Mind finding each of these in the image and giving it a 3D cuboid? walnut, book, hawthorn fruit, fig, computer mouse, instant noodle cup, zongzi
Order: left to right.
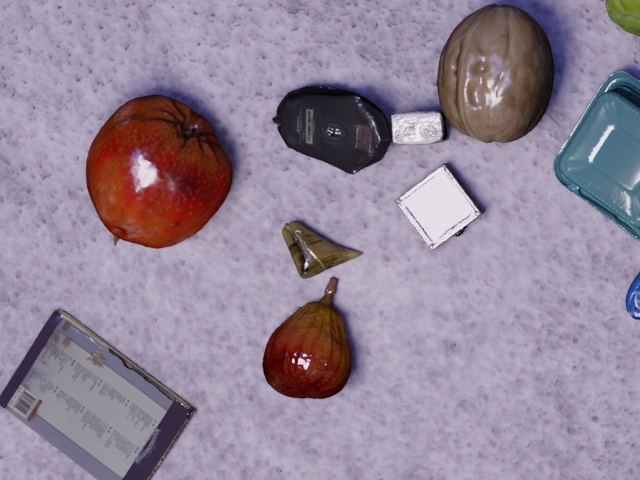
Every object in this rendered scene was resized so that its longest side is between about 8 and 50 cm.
[{"bbox_3d":[-0.295,0.217,1.916,0.231,0.026,0.157,36,104,8],"label":"book"},{"bbox_3d":[-0.210,-0.072,1.806,0.179,0.179,0.200,40,122,6],"label":"hawthorn fruit"},{"bbox_3d":[-0.017,0.123,1.800,0.119,0.119,0.152,3,94,12],"label":"fig"},{"bbox_3d":[0.000,0.000,1.828,0.083,0.040,0.076,-24,83,1],"label":"zongzi"},{"bbox_3d":[0.020,-0.142,1.798,0.172,0.057,0.099,14,114,32],"label":"computer mouse"},{"bbox_3d":[0.206,-0.196,1.716,0.140,0.140,0.162,2,103,12],"label":"walnut"},{"bbox_3d":[0.364,-0.094,1.696,0.179,0.070,0.157,39,110,22],"label":"instant noodle cup"}]

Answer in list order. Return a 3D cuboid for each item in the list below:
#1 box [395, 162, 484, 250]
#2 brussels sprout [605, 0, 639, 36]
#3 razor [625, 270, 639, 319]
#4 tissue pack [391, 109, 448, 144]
[{"bbox_3d":[0.147,-0.040,1.791,0.079,0.035,0.083,-38,86,12],"label":"box"},{"bbox_3d":[0.418,-0.303,1.619,0.223,0.223,0.161,-6,98,13],"label":"brussels sprout"},{"bbox_3d":[0.445,-0.052,1.719,0.093,0.056,0.324,28,103,25],"label":"razor"},{"bbox_3d":[0.122,-0.136,1.764,0.062,0.083,0.042,-1,94,12],"label":"tissue pack"}]
